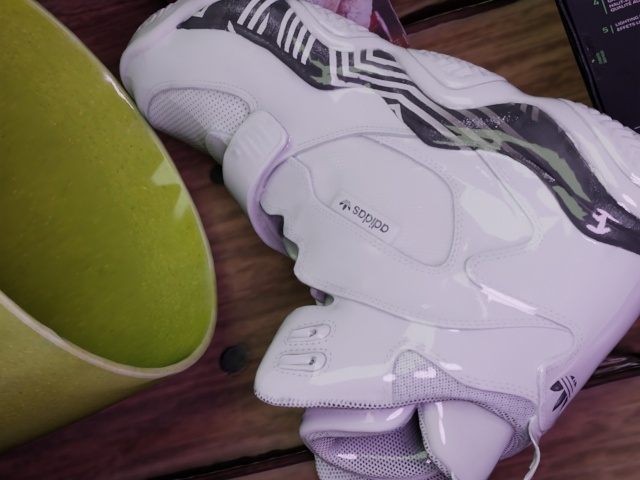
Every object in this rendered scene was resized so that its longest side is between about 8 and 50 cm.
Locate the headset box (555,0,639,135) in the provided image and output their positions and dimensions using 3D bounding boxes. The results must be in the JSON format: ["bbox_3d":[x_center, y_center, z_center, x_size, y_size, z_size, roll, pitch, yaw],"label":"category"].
[{"bbox_3d":[0.221,-0.180,0.745,0.246,0.283,0.131,-21,55,12],"label":"headset box"}]

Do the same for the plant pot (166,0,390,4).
[{"bbox_3d":[-0.057,-0.270,0.935,0.272,0.265,0.272,-11,57,18],"label":"plant pot"}]

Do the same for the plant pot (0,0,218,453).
[{"bbox_3d":[-0.257,0.031,0.868,0.293,0.275,0.275,-35,51,21],"label":"plant pot"}]

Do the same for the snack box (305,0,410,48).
[{"bbox_3d":[-0.001,-0.148,0.889,0.064,0.178,0.022,-27,62,6],"label":"snack box"}]

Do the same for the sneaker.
[{"bbox_3d":[0.000,0.000,0.822,0.366,0.137,0.210,22,68,29],"label":"sneaker"}]
